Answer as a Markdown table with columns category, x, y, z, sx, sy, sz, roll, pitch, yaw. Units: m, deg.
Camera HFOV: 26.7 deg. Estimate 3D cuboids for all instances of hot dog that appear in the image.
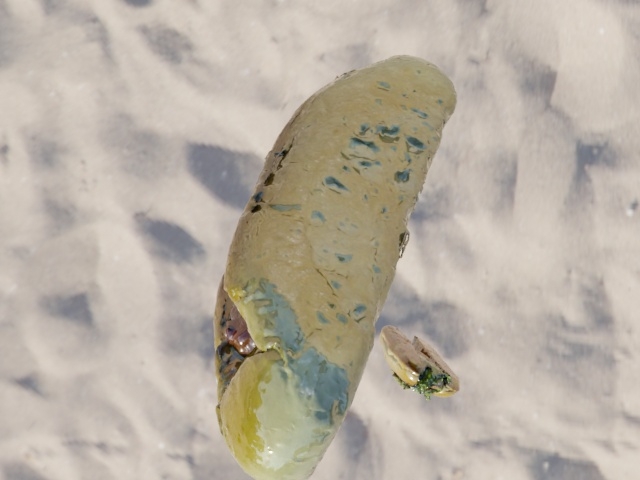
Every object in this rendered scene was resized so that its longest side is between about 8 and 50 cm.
| category | x | y | z | sx | sy | sz | roll | pitch | yaw |
| --- | --- | --- | --- | --- | --- | --- | --- | --- | --- |
| hot dog | 0.000 | 0.000 | 0.610 | 0.073 | 0.242 | 0.084 | 21 | 135 | 2 |
| hot dog | 0.051 | 0.067 | 0.716 | 0.037 | 0.083 | 0.021 | 25 | 98 | -10 |
